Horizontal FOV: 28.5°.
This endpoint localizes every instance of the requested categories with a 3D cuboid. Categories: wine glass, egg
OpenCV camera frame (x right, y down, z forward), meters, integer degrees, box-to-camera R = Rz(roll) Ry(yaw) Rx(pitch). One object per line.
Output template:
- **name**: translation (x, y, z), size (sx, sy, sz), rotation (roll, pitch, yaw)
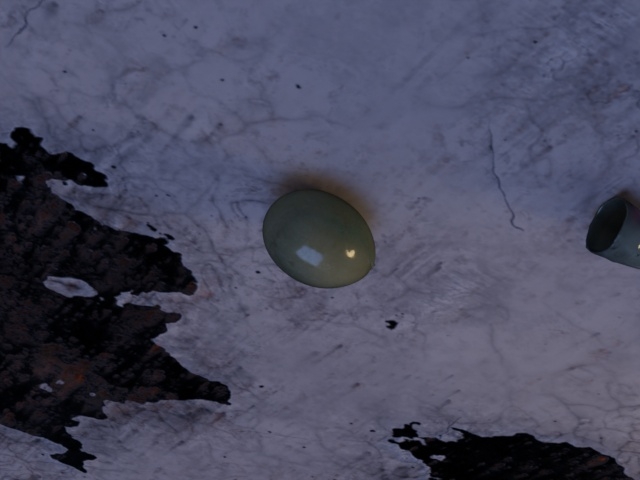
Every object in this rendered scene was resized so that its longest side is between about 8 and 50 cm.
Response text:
- **wine glass**: translation (0.392, 0.011, 1.475), size (0.155, 0.073, 0.073), rotation (24, 142, -21)
- **egg**: translation (0.000, 0.000, 1.528), size (0.152, 0.114, 0.114), rotation (29, 140, -23)
